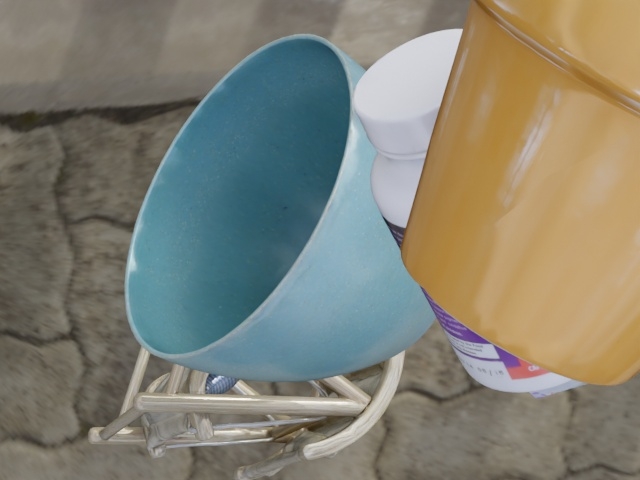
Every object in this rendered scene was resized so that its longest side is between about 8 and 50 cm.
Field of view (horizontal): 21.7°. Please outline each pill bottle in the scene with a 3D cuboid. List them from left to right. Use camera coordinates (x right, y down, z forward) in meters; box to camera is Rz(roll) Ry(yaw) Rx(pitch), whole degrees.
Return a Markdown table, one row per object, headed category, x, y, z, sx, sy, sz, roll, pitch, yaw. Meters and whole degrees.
| category | x | y | z | sx | sy | sz | roll | pitch | yaw |
| --- | --- | --- | --- | --- | --- | --- | --- | --- | --- |
| pill bottle | 0.093 | -0.017 | 0.929 | 0.108 | 0.108 | 0.193 | -38 | 123 | -12 |

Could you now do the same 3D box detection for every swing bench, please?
| category | x | y | z | sx | sy | sz | roll | pitch | yaw |
| --- | --- | --- | --- | --- | --- | --- | --- | --- | --- |
| swing bench | -0.079 | 0.157 | 1.739 | 0.254 | 0.253 | 0.165 | 20 | 71 | -13 |

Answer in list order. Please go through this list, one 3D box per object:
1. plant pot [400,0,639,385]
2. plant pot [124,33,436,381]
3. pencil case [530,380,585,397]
| category | x | y | z | sx | sy | sz | roll | pitch | yaw |
| --- | --- | --- | --- | --- | --- | --- | --- | --- | --- |
| plant pot | 0.135 | -0.044 | 0.770 | 0.205 | 0.205 | 0.188 | 22 | 109 | -15 |
| plant pot | 0.000 | 0.000 | 1.402 | 0.195 | 0.290 | 0.290 | 28 | 82 | -31 |
| pencil case | 0.337 | 0.087 | 1.867 | 0.273 | 0.113 | 0.124 | -20 | 90 | 27 |
